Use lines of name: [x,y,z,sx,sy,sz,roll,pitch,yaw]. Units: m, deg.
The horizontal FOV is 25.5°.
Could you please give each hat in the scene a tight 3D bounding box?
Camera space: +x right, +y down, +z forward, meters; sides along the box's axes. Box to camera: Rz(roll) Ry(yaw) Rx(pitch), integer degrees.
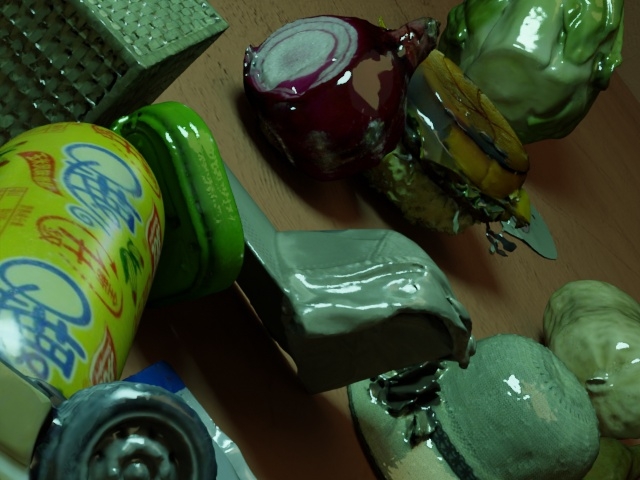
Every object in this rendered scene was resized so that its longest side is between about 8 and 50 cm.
hat: [0.153,0.153,1.158,0.257,0.130,0.257,41,22,-20]
hat: [0.000,0.000,1.002,0.214,0.149,0.245,92,-23,-75]

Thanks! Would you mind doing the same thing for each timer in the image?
timer: [-0.108,-0.021,0.925,0.047,0.140,0.128,-19,92,-36]

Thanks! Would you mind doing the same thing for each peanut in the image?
peanut: [0.302,0.124,1.509,0.129,0.129,0.224,41,14,-21]

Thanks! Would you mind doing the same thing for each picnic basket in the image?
picnic basket: [-0.184,-0.155,1.014,0.154,0.134,0.196,46,22,-4]

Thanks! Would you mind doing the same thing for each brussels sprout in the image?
brussels sprout: [0.294,-0.285,1.973,0.247,0.328,0.328,16,22,5]

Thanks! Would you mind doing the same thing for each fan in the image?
fan: [0.241,-0.029,1.800,0.182,0.010,0.310,48,21,-3]

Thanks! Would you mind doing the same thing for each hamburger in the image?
hamburger: [0.115,-0.100,1.493,0.243,0.138,0.262,30,27,-41]

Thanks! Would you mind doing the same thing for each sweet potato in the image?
sweet potato: [0.268,0.233,1.351,0.069,0.059,0.249,62,26,-2]

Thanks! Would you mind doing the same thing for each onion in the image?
onion: [0.033,-0.140,1.348,0.135,0.198,0.173,71,-4,-45]

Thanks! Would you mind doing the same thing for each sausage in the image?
sausage: [-0.158,0.033,0.757,0.123,0.123,0.347,42,21,-17]

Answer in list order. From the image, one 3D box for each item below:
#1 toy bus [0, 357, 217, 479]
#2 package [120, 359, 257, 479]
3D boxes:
toy bus: [-0.209,0.070,0.482,0.365,0.202,0.177,41,-21,-19]
package: [-0.080,0.155,0.835,0.173,0.027,0.171,54,21,5]
